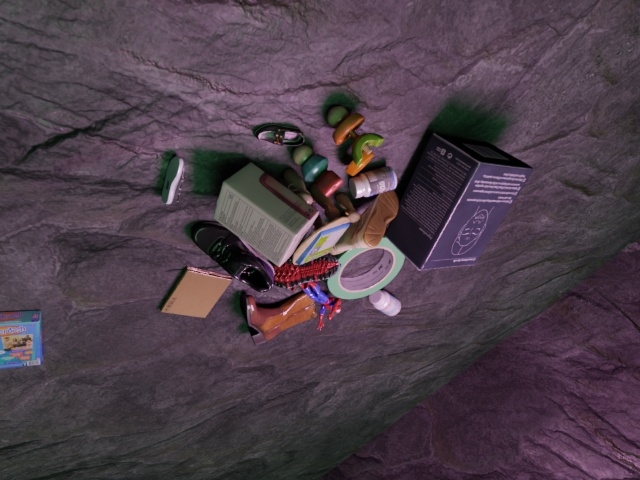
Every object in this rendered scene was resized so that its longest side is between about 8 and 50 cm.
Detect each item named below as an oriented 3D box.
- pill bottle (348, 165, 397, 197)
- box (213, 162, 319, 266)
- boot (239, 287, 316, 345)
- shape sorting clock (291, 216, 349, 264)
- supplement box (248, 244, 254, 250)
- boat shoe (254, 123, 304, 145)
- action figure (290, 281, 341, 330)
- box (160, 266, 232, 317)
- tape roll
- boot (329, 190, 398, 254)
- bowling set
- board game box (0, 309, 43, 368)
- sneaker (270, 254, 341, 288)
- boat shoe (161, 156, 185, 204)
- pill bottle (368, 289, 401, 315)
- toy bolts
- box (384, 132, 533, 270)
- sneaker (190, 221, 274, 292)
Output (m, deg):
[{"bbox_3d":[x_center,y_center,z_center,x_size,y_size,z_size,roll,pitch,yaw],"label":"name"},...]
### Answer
[{"bbox_3d":[0.164,-0.182,1.299,0.137,0.078,0.078,-17,137,-13],"label":"pill bottle"},{"bbox_3d":[-0.147,-0.069,1.095,0.127,0.232,0.148,-49,174,-44],"label":"box"},{"bbox_3d":[-0.146,0.255,1.549,0.280,0.096,0.264,-23,125,-16],"label":"boot"},{"bbox_3d":[0.000,0.000,1.191,0.206,0.040,0.206,-38,163,-14],"label":"shape sorting clock"},{"bbox_3d":[-0.242,0.073,1.322,0.083,0.083,0.056,-28,138,-1],"label":"supplement box"},{"bbox_3d":[-0.106,-0.277,1.090,0.133,0.042,0.049,-3,134,-24],"label":"boat shoe"},{"bbox_3d":[-0.005,0.250,1.549,0.091,0.139,0.280,-9,151,34],"label":"action figure"},{"bbox_3d":[-0.415,0.179,1.377,0.164,0.021,0.201,19,120,-40],"label":"box"},{"bbox_3d":[0.162,0.089,1.564,0.321,0.077,0.321,-15,135,-15],"label":"tape roll"},{"bbox_3d":[0.140,-0.062,1.378,0.095,0.262,0.203,46,143,-22],"label":"boot"},{"bbox_3d":[-0.026,-0.069,1.249,0.287,0.154,0.200,16,121,-38],"label":"bowling set"},{"bbox_3d":[-0.907,0.292,1.199,0.160,0.047,0.210,3,130,-30],"label":"board game box"},{"bbox_3d":[-0.055,0.111,1.421,0.262,0.104,0.125,-5,172,12],"label":"sneaker"},{"bbox_3d":[-0.373,-0.155,1.063,0.040,0.049,0.142,-10,139,-47],"label":"boat shoe"},{"bbox_3d":[0.278,0.267,1.790,0.087,0.087,0.160,-42,136,14],"label":"pill bottle"},{"bbox_3d":[0.037,-0.248,1.164,0.228,0.158,0.218,-43,178,0],"label":"toy bolts"},{"bbox_3d":[0.450,-0.121,1.375,0.294,0.212,0.395,-2,126,-35],"label":"box"},{"bbox_3d":[-0.248,0.048,1.197,0.283,0.124,0.107,36,96,-15],"label":"sneaker"}]
